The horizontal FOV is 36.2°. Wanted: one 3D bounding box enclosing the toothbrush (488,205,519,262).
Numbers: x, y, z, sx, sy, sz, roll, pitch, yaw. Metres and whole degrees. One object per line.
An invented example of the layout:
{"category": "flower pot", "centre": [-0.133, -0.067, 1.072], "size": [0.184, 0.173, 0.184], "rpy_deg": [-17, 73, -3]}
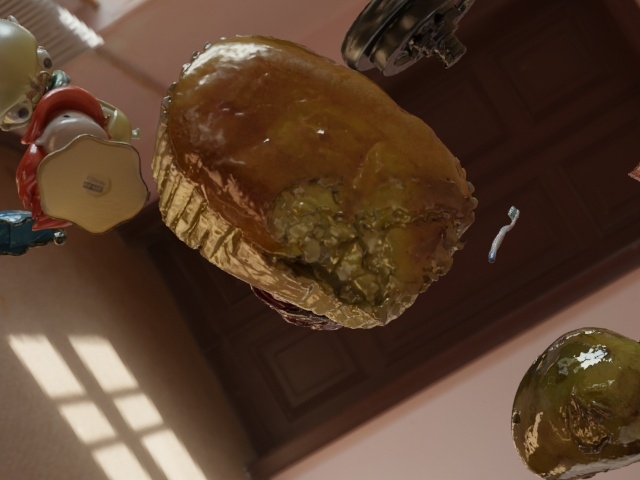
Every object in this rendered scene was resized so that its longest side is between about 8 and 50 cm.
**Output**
{"category": "toothbrush", "centre": [0.427, -0.016, 2.284], "size": [0.027, 0.021, 0.269], "rpy_deg": [39, 35, 0]}

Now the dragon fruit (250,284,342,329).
{"category": "dragon fruit", "centre": [0.002, 0.002, 1.737], "size": [0.329, 0.329, 0.329], "rpy_deg": [58, 7, -10]}

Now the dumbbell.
{"category": "dumbbell", "centre": [0.052, -0.301, 1.042], "size": [0.290, 0.192, 0.192], "rpy_deg": [51, 6, 5]}

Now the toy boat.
{"category": "toy boat", "centre": [-0.518, -0.003, 1.625], "size": [0.077, 0.185, 0.075], "rpy_deg": [50, -40, 40]}

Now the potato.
{"category": "potato", "centre": [0.236, 0.148, 0.874], "size": [0.137, 0.176, 0.137], "rpy_deg": [16, 57, -26]}

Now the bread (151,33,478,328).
{"category": "bread", "centre": [-0.008, -0.045, 0.752], "size": [0.250, 0.179, 0.133], "rpy_deg": [38, -27, 0]}

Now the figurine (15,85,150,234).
{"category": "figurine", "centre": [-0.387, -0.115, 1.528], "size": [0.257, 0.180, 0.208], "rpy_deg": [-136, -150, -58]}

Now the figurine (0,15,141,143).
{"category": "figurine", "centre": [-0.526, -0.263, 1.876], "size": [0.394, 0.227, 0.274], "rpy_deg": [27, -6, -32]}

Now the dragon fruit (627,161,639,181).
{"category": "dragon fruit", "centre": [0.435, -0.106, 1.110], "size": [0.083, 0.162, 0.106], "rpy_deg": [53, 11, 10]}
